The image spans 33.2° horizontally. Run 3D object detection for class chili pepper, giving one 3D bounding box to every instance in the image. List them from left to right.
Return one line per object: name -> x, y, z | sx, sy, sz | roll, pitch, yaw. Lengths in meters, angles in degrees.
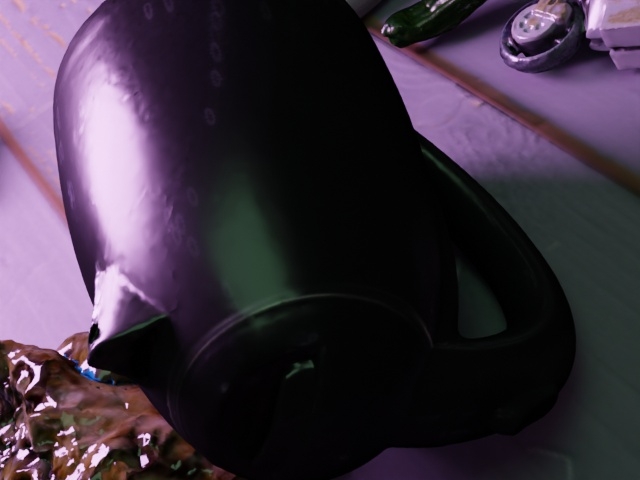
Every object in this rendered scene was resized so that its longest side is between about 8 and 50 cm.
chili pepper -> 0.117, -0.194, 0.755 | 0.182, 0.050, 0.073 | -33, 20, 52

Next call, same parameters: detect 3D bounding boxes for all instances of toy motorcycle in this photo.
toy motorcycle -> 0.229, -0.178, 0.708 | 0.229, 0.074, 0.151 | -6, 53, 36

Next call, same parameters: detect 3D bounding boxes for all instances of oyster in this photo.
oyster -> -0.126, 0.121, 0.622 | 0.223, 0.083, 0.214 | -21, 46, 0

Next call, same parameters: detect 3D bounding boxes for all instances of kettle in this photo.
kettle -> 0.000, 0.000, 0.582 | 0.269, 0.207, 0.290 | 3, 35, -20

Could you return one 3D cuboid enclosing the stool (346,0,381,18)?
stool -> -0.046, -0.286, 0.866 | 0.195, 0.198, 0.195 | -43, 44, -16
